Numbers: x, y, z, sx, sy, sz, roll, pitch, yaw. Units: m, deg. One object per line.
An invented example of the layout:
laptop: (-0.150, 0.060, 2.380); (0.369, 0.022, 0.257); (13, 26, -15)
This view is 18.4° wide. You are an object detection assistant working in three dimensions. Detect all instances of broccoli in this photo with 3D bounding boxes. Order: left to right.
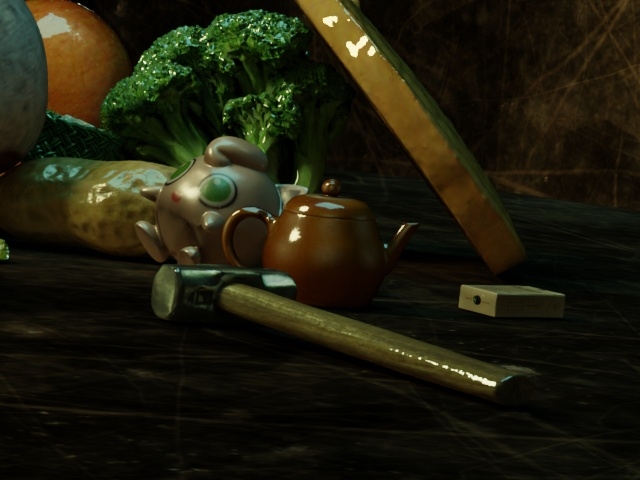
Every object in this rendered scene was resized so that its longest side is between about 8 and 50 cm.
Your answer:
broccoli: (-0.102, -0.117, 2.234); (0.308, 0.308, 0.275); (4, 47, -18)

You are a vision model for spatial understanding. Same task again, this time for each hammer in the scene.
hammer: (0.019, 0.069, 1.406); (0.111, 0.043, 0.365); (4, 7, -37)

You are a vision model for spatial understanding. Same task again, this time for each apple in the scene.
apple: (-0.363, -0.175, 2.518); (0.272, 0.251, 0.206); (-18, 9, 32)

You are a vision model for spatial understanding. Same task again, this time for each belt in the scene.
belt: (-0.284, -0.096, 2.098); (0.121, 0.079, 0.151); (19, 3, -31)

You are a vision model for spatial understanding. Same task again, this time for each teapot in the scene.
teapot: (0.000, 0.000, 1.729); (0.173, 0.116, 0.116); (5, 5, 2)

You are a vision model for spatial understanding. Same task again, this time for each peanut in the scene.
peanut: (-0.219, -0.034, 1.937); (0.226, 0.095, 0.108); (6, 8, 14)

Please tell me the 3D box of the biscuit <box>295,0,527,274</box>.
biscuit: (0.106, -0.129, 2.177); (0.062, 0.385, 0.365); (-36, -2, 2)

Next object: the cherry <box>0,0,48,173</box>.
cherry: (-0.425, -0.178, 1.952); (0.326, 0.335, 0.291); (9, 9, 30)

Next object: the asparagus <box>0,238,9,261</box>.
asparagus: (-0.322, 0.003, 1.809); (0.025, 0.021, 0.108); (0, 8, -44)

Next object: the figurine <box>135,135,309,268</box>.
figurine: (-0.094, -0.027, 1.827); (0.138, 0.125, 0.125); (-40, 25, -19)

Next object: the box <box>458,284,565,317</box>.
box: (0.174, 0.055, 1.789); (0.083, 0.024, 0.053); (4, 5, -34)
